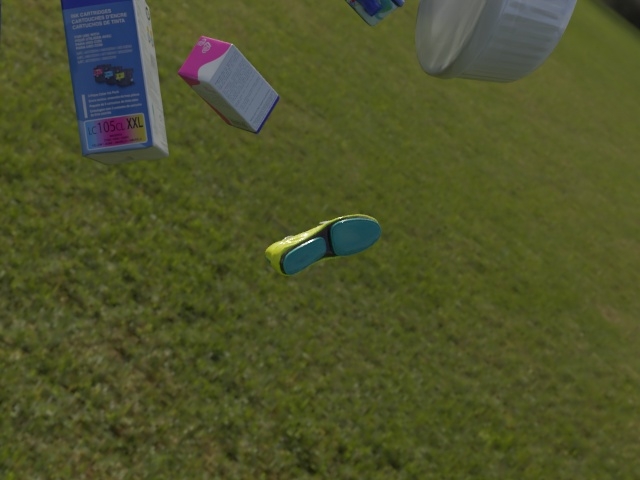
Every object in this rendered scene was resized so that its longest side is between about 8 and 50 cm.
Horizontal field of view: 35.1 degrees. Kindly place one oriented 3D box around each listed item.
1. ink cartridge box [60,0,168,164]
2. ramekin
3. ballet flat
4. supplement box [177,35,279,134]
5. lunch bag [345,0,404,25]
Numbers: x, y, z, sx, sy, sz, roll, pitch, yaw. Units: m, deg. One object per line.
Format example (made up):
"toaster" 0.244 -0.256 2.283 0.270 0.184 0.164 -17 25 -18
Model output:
"ink cartridge box" -0.412 -0.362 2.034 0.151 0.395 0.270 -6 0 -3
"ramekin" 0.238 -0.335 1.343 0.127 0.273 0.273 13 28 -16
"ballet flat" 0.000 0.000 1.810 0.231 0.077 0.077 -21 26 -32
"supplement box" -0.210 -0.358 2.347 0.111 0.114 0.220 22 -12 36
"lunch bag" 0.043 -0.464 1.663 0.219 0.090 0.176 34 31 -43
